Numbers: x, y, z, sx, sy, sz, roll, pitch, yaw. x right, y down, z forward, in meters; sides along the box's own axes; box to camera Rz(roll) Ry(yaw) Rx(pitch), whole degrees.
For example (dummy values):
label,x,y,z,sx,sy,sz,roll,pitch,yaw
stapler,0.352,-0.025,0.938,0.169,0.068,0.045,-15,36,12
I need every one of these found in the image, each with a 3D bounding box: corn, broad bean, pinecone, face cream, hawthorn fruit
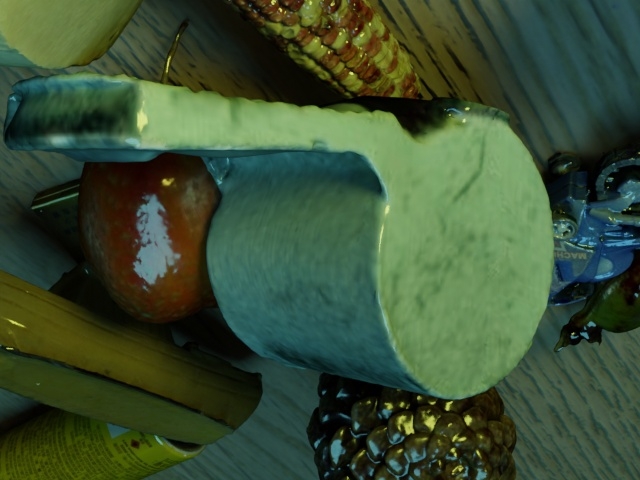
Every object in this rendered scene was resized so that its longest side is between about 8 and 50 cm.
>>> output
label,x,y,z,sx,sy,sz,roll,pitch,yaw
corn,-0.018,-0.166,0.692,0.079,0.079,0.237,-29,129,26
broad bean,0.332,0.005,0.843,0.339,0.061,0.077,-31,133,28
pinecone,0.075,0.170,0.912,0.179,0.204,0.184,-30,122,-11
face cream,-0.278,0.232,1.052,0.349,0.105,0.105,-27,127,24
hawthorn fruit,-0.114,-0.044,0.758,0.163,0.162,0.203,-6,122,8

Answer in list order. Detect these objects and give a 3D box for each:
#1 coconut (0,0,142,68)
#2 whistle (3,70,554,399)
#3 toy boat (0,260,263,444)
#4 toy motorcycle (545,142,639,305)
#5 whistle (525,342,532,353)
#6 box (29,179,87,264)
label,x,y,z,sx,sy,sz,roll,pitch,yaw
coconut,-0.185,-0.226,0.494,0.323,0.323,0.323,1,133,1
whistle,0.002,-0.032,0.663,0.168,0.188,0.405,5,153,46
toy boat,-0.177,0.093,0.878,0.089,0.121,0.321,-35,137,30
toy motorcycle,0.215,-0.005,0.826,0.114,0.076,0.205,36,136,-22
whistle,0.111,0.053,0.909,0.198,0.057,0.104,25,140,-29
box,-0.177,-0.001,0.884,0.090,0.023,0.133,-16,131,19
